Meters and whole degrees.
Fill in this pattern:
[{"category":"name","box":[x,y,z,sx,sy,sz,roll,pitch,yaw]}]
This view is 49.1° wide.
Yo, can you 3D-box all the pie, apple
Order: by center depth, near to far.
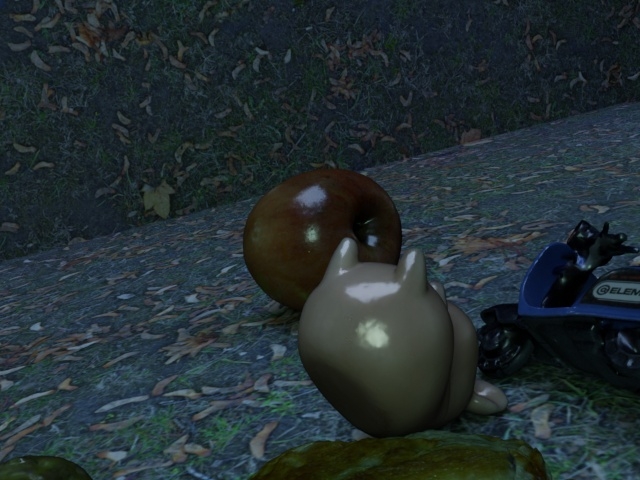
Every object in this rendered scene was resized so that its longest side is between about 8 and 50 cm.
[{"category":"pie","box":[0.033,0.203,0.490,0.257,0.105,0.274,-27,10,-29]},{"category":"apple","box":[0.000,0.000,1.130,0.254,0.253,0.253,-11,13,3]}]

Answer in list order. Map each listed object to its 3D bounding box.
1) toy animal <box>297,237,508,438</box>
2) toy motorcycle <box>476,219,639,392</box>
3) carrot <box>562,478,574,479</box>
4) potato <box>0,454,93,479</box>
[{"category":"toy animal","box":[0.073,0.111,0.663,0.167,0.154,0.250,13,-17,30]},{"category":"toy motorcycle","box":[0.308,0.066,0.713,0.212,0.125,0.359,-53,20,-21]},{"category":"carrot","box":[0.133,0.212,0.546,0.142,0.035,0.035,-10,13,-3]},{"category":"potato","box":[-0.302,0.258,0.575,0.251,0.113,0.149,-22,22,-6]}]
